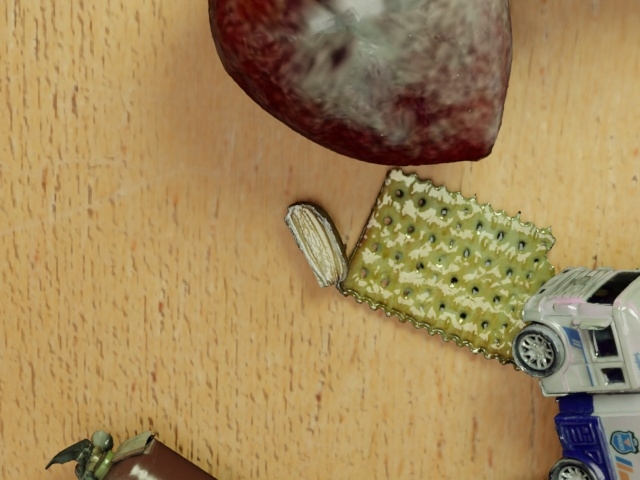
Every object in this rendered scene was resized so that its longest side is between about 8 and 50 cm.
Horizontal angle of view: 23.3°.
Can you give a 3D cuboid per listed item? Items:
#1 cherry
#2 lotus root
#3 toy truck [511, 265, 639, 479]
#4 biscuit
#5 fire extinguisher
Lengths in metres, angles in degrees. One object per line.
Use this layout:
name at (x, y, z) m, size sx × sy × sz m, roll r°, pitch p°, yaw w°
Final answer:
cherry at (0.040, -0.179, 1.253) m, size 0.230 × 0.203 × 0.300 m, roll -39°, pitch 108°, yaw 8°
lotus root at (0.000, 0.000, 1.401) m, size 0.037 × 0.030 × 0.083 m, roll -25°, pitch 100°, yaw 15°
toy truck at (0.280, 0.155, 1.345) m, size 0.155 × 0.124 × 0.268 m, roll -7°, pitch 106°, yaw 38°
biscuit at (0.129, 0.026, 1.406) m, size 0.203 × 0.016 × 0.144 m, roll 22°, pitch 108°, yaw -1°
fire extinguisher at (-0.129, 0.259, 1.457) m, size 0.269 × 0.105 × 0.105 m, roll 35°, pitch 107°, yaw -6°
